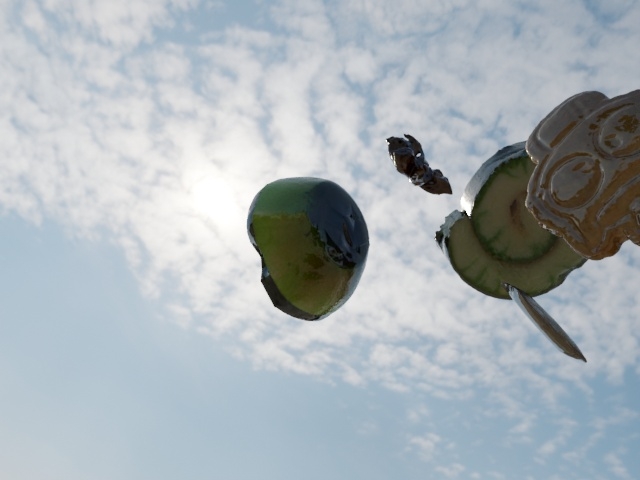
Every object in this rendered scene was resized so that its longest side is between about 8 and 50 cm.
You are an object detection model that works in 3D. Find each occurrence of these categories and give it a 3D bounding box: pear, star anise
[{"bbox_3d":[0.005,-0.002,1.315,0.165,0.399,0.399,-23,-60,41],"label":"pear"},{"bbox_3d":[0.181,-0.137,0.941,0.168,0.168,0.057,40,-62,-15],"label":"star anise"}]

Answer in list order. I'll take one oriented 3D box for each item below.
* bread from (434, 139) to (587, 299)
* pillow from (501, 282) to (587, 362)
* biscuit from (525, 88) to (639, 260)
[{"bbox_3d":[0.462,-0.043,1.195,0.381,0.129,0.367,-12,-68,6],"label":"bread"},{"bbox_3d":[0.489,0.177,1.107,0.038,0.131,0.233,-44,-83,5],"label":"pillow"},{"bbox_3d":[0.465,-0.114,0.820,0.051,0.376,0.269,24,-59,-30],"label":"biscuit"}]
